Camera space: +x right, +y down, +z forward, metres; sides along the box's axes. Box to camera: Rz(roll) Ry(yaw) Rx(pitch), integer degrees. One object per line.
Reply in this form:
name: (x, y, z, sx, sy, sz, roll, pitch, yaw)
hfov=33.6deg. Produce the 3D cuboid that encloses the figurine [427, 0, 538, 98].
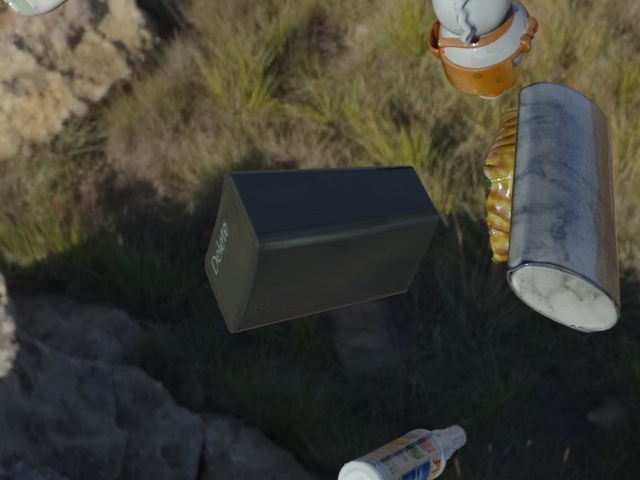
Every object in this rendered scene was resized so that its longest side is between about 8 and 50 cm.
figurine: (0.209, -0.283, 1.355, 0.143, 0.271, 0.143, -1, 63, 1)

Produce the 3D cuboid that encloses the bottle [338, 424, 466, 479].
bottle: (0.100, 0.237, 1.148, 0.060, 0.060, 0.217, 33, 24, 26)

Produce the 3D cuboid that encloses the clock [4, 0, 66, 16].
clock: (-0.173, -0.255, 0.809, 0.191, 0.062, 0.151, -50, 25, -11)

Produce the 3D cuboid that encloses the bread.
bread: (0.280, -0.072, 1.416, 0.096, 0.181, 0.222, 0, 30, 20)

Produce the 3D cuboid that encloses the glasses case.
glasses case: (0.238, -0.045, 1.034, 0.114, 0.060, 0.299, 29, 40, -11)

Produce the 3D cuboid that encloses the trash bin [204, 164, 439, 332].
trash bin: (0.000, 0.000, 1.206, 0.226, 0.165, 0.115, -9, 51, -24)
